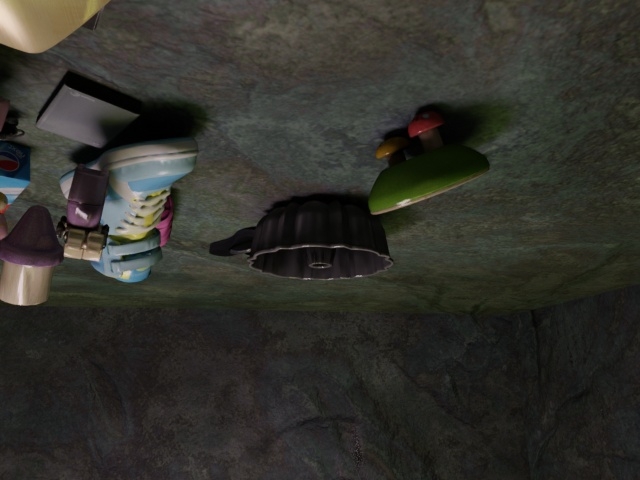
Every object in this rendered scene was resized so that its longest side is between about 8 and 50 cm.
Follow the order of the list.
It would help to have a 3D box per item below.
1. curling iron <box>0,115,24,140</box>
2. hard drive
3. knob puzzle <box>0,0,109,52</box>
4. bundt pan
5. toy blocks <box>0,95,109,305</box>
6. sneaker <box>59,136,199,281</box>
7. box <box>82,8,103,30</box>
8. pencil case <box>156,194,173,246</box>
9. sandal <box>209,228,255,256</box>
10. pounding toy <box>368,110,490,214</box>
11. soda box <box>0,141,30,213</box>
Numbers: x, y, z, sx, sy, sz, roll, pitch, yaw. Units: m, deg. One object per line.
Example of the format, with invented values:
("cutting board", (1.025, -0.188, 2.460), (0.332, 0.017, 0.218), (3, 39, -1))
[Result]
("curling iron", (-0.557, -0.166, 0.614), (0.274, 0.035, 0.068), (5, -160, -3))
("hard drive", (-0.323, -0.174, 0.620), (0.094, 0.022, 0.135), (16, 157, -42))
("knob puzzle", (-0.187, -0.203, 0.240), (0.213, 0.030, 0.213), (-14, 138, -13))
("bundt pan", (0.000, 0.000, 1.025), (0.331, 0.124, 0.331), (1, 164, 0))
("toy blocks", (-0.366, -0.115, 0.454), (0.309, 0.259, 0.288), (12, -168, -25))
("sneaker", (-0.281, -0.040, 0.715), (0.319, 0.208, 0.127), (-9, -170, 41))
("box", (-0.246, -0.256, 0.286), (0.231, 0.056, 0.183), (12, 160, -35))
("pencil case", (-0.368, -0.043, 0.954), (0.098, 0.095, 0.209), (26, 154, -13))
("sandal", (-0.211, 0.021, 1.215), (0.097, 0.054, 0.255), (14, 159, -38))
("pounding toy", (0.150, -0.127, 0.685), (0.183, 0.110, 0.237), (-20, -174, 23))
("soda box", (-0.569, -0.089, 0.756), (0.210, 0.067, 0.071), (-26, 158, 34))
